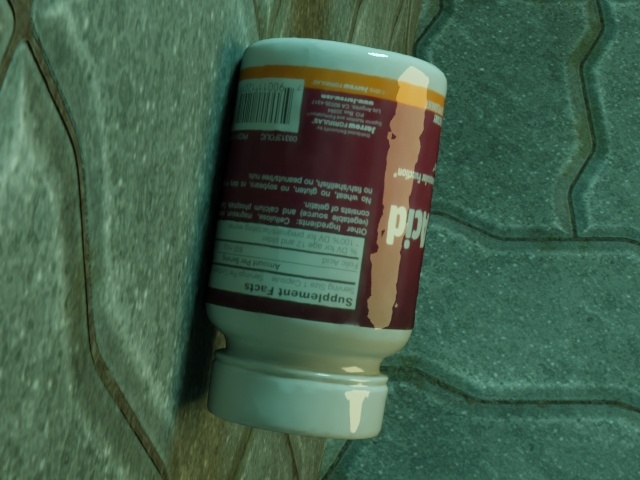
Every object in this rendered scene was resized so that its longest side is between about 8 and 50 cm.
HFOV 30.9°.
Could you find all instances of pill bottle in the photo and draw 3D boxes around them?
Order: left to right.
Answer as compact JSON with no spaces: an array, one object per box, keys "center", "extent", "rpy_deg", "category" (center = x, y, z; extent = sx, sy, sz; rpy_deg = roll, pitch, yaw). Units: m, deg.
[{"center":[0.000,0.000,1.230],"extent":[0.224,0.224,0.392],"rpy_deg":[10,89,-82],"category":"pill bottle"}]
